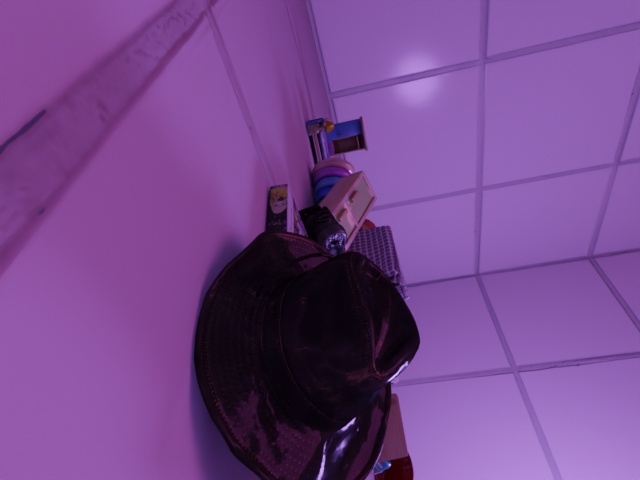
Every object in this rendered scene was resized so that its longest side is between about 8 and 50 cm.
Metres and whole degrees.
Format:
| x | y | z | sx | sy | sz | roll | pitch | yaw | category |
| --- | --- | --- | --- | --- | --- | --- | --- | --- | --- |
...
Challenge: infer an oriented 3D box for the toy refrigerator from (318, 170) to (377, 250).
| x | y | z | sx | sy | sz | roll | pitch | yaw | category |
| --- | --- | --- | --- | --- | --- | --- | --- | --- | --- |
| 0.065 | -0.081 | 1.126 | 0.102 | 0.094 | 0.269 | 60 | 38 | -21 | toy refrigerator |

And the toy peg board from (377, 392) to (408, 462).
| x | y | z | sx | sy | sz | roll | pitch | yaw | category |
| --- | --- | --- | --- | --- | --- | --- | --- | --- | --- |
| 0.138 | 0.508 | 1.124 | 0.079 | 0.161 | 0.161 | 125 | -44 | -80 | toy peg board |

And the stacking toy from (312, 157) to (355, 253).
| x | y | z | sx | sy | sz | roll | pitch | yaw | category |
| --- | --- | --- | --- | --- | --- | --- | --- | --- | --- |
| 0.040 | -0.090 | 1.280 | 0.141 | 0.141 | 0.330 | 65 | 23 | -60 | stacking toy |

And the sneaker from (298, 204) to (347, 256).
| x | y | z | sx | sy | sz | roll | pitch | yaw | category |
| --- | --- | --- | --- | --- | --- | --- | --- | --- | --- |
| 0.000 | 0.000 | 0.982 | 0.227 | 0.087 | 0.130 | 92 | -26 | -57 | sneaker |

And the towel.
| x | y | z | sx | sy | sz | roll | pitch | yaw | category |
| --- | --- | --- | --- | --- | --- | --- | --- | --- | --- |
| 0.127 | 0.077 | 1.260 | 0.283 | 0.235 | 0.121 | -89 | 163 | -55 | towel |

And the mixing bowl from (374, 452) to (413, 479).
| x | y | z | sx | sy | sz | roll | pitch | yaw | category |
| --- | --- | --- | --- | --- | --- | --- | --- | --- | --- |
| 0.197 | 0.720 | 1.308 | 0.181 | 0.098 | 0.181 | 27 | 40 | -25 | mixing bowl |

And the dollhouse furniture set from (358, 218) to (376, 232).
| x | y | z | sx | sy | sz | roll | pitch | yaw | category |
| --- | --- | --- | --- | --- | --- | --- | --- | --- | --- |
| 0.093 | 0.000 | 1.555 | 0.374 | 0.152 | 0.201 | 28 | 51 | -58 | dollhouse furniture set |

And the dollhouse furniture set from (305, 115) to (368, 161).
| x | y | z | sx | sy | sz | roll | pitch | yaw | category |
| --- | --- | --- | --- | --- | --- | --- | --- | --- | --- |
| 0.082 | -0.331 | 1.559 | 0.303 | 0.198 | 0.286 | -72 | 151 | -71 | dollhouse furniture set |

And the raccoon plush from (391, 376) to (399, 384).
| x | y | z | sx | sy | sz | roll | pitch | yaw | category |
| --- | --- | --- | --- | --- | --- | --- | --- | --- | --- |
| 0.253 | 0.441 | 1.833 | 0.446 | 0.216 | 0.299 | -80 | 166 | -67 | raccoon plush |

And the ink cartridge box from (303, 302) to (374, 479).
| x | y | z | sx | sy | sz | roll | pitch | yaw | category |
| --- | --- | --- | --- | --- | --- | --- | --- | --- | --- |
| 0.006 | 0.262 | 0.620 | 0.207 | 0.117 | 0.283 | 68 | 14 | -54 | ink cartridge box |

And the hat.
| x | y | z | sx | sy | sz | roll | pitch | yaw | category |
| --- | --- | --- | --- | --- | --- | --- | --- | --- | --- |
| 0.032 | 0.110 | 0.469 | 0.331 | 0.134 | 0.331 | 36 | 39 | -36 | hat |

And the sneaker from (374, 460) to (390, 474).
| x | y | z | sx | sy | sz | roll | pitch | yaw | category |
| --- | --- | --- | --- | --- | --- | --- | --- | --- | --- |
| 0.144 | 0.548 | 1.234 | 0.107 | 0.110 | 0.275 | 47 | 33 | -75 | sneaker |

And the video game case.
| x | y | z | sx | sy | sz | roll | pitch | yaw | category |
| --- | --- | --- | --- | --- | --- | --- | --- | --- | --- |
| -0.047 | 0.047 | 0.775 | 0.232 | 0.042 | 0.210 | 71 | 12 | -47 | video game case |
